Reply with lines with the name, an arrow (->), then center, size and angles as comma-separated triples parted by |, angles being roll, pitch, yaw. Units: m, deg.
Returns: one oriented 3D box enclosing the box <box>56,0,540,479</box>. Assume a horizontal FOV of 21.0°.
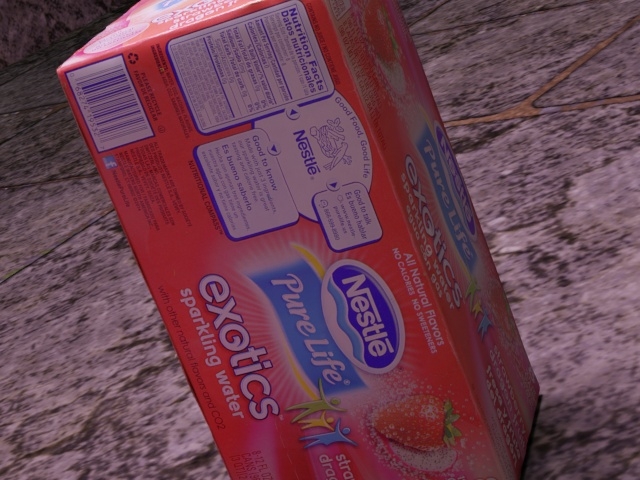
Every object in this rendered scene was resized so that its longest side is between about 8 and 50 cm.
box -> 0.000, 0.000, 0.942 | 0.154, 0.300, 0.142 | -16, 18, 20
